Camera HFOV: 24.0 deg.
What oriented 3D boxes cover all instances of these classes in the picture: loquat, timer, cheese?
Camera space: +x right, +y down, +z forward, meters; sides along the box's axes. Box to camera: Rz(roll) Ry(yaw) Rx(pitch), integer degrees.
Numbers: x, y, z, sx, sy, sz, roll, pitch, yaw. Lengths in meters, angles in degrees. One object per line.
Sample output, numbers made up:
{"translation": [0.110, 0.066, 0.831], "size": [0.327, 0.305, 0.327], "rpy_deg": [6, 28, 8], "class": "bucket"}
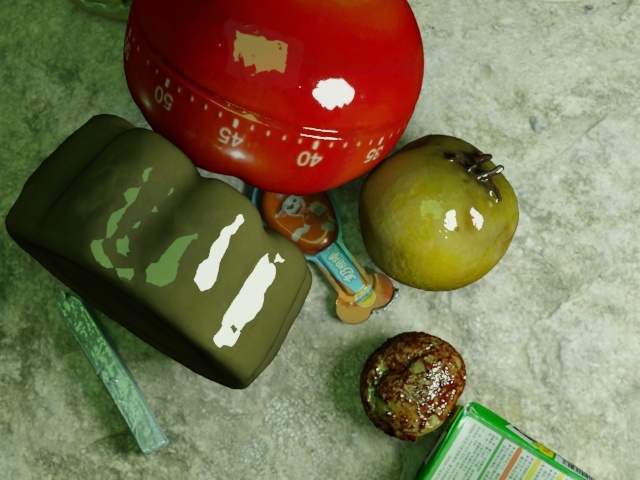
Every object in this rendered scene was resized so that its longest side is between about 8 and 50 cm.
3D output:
{"translation": [0.146, -0.041, 1.929], "size": [0.213, 0.213, 0.213], "rpy_deg": [0, 79, 2], "class": "loquat"}
{"translation": [-0.055, -0.236, 1.884], "size": [0.378, 0.378, 0.279], "rpy_deg": [30, 124, 7], "class": "timer"}
{"translation": [0.000, 0.000, 2.012], "size": [0.106, 0.037, 0.256], "rpy_deg": [-38, 79, -4], "class": "cheese"}

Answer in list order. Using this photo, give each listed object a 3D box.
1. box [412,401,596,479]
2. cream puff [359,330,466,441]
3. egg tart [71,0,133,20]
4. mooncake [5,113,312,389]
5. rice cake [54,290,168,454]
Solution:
{"translation": [0.240, 0.334, 1.906], "size": [0.250, 0.103, 0.180], "rpy_deg": [32, 81, 9], "class": "box"}
{"translation": [0.111, 0.181, 1.926], "size": [0.149, 0.084, 0.149], "rpy_deg": [-20, 51, 26], "class": "cream puff"}
{"translation": [-0.246, -0.496, 2.062], "size": [0.387, 0.169, 0.388], "rpy_deg": [0, 84, 1], "class": "egg tart"}
{"translation": [-0.187, 0.009, 1.855], "size": [0.378, 0.378, 0.201], "rpy_deg": [32, 78, 8], "class": "mooncake"}
{"translation": [-0.275, 0.171, 1.982], "size": [0.042, 0.045, 0.245], "rpy_deg": [-33, 80, -2], "class": "rice cake"}
